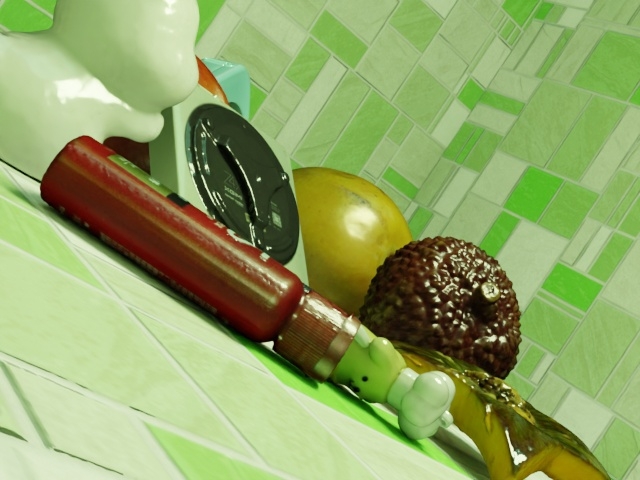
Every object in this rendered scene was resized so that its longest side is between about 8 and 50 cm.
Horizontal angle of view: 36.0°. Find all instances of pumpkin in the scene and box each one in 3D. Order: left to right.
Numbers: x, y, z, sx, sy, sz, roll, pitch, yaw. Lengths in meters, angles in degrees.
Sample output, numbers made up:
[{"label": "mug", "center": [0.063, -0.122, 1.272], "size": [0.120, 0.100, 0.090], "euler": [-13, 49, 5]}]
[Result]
[{"label": "pumpkin", "center": [0.198, 0.209, 1.118], "size": [0.258, 0.095, 0.290], "euler": [39, 7, 40]}]

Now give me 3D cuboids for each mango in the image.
[{"label": "mango", "center": [0.000, 0.000, 1.718], "size": [0.300, 0.232, 0.446], "euler": [29, -6, -18]}]

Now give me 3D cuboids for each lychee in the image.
[{"label": "lychee", "center": [0.165, 0.115, 1.399], "size": [0.236, 0.236, 0.271], "euler": [34, -26, -8]}]

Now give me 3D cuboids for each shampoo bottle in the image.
[{"label": "shampoo bottle", "center": [-0.110, 0.017, 0.911], "size": [0.314, 0.076, 0.118], "euler": [34, -8, 1]}]

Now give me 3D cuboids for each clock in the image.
[{"label": "clock", "center": [-0.208, -0.166, 1.695], "size": [0.094, 0.274, 0.223], "euler": [17, 25, 15]}]

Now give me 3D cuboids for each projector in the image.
[{"label": "projector", "center": [-0.111, -0.064, 1.273], "size": [0.257, 0.079, 0.259], "euler": [32, 41, -48]}]

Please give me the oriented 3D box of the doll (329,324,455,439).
[{"label": "doll", "center": [0.061, 0.134, 0.968], "size": [0.162, 0.062, 0.106], "euler": [30, -33, 20]}]

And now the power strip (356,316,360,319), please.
[{"label": "power strip", "center": [0.031, 0.095, 1.951], "size": [0.387, 0.092, 0.066], "euler": [33, 1, 45]}]

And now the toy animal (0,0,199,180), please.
[{"label": "toy animal", "center": [-0.245, -0.234, 1.081], "size": [0.196, 0.367, 0.241], "euler": [37, -9, 37]}]

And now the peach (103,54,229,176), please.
[{"label": "peach", "center": [-0.248, -0.170, 1.443], "size": [0.281, 0.238, 0.281], "euler": [44, -16, 16]}]

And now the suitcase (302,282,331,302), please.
[{"label": "suitcase", "center": [-0.021, 0.084, 1.190], "size": [0.086, 0.059, 0.126], "euler": [35, 0, 5]}]
